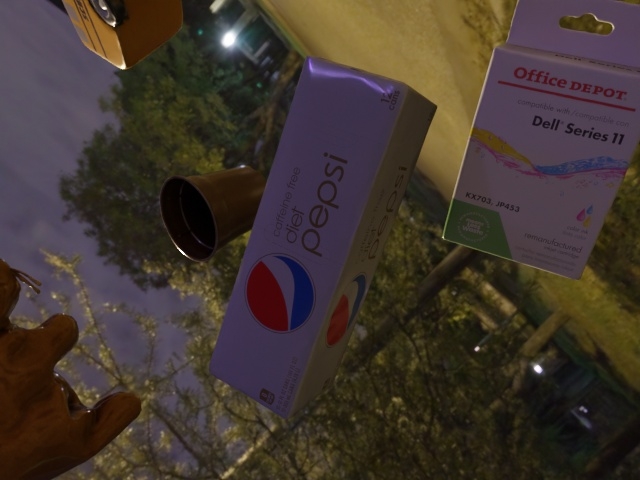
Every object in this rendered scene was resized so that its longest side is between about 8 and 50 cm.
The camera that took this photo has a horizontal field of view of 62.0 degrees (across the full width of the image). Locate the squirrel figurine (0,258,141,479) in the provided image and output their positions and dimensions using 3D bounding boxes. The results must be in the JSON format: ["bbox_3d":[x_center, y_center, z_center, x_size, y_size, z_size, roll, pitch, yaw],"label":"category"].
[{"bbox_3d":[-0.543,0.211,0.789,0.397,0.281,0.370,-43,-61,-57],"label":"squirrel figurine"}]

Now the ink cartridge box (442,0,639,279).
[{"bbox_3d":[0.317,-0.147,0.737,0.207,0.353,0.119,18,-151,18],"label":"ink cartridge box"}]

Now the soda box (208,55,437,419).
[{"bbox_3d":[0.000,0.000,0.351,0.069,0.216,0.074,24,-167,21],"label":"soda box"}]

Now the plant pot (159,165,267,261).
[{"bbox_3d":[-0.192,-0.064,1.031,0.167,0.167,0.165,46,-136,17],"label":"plant pot"}]

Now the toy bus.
[{"bbox_3d":[-0.241,-0.348,0.565,0.130,0.108,0.332,35,156,17],"label":"toy bus"}]
